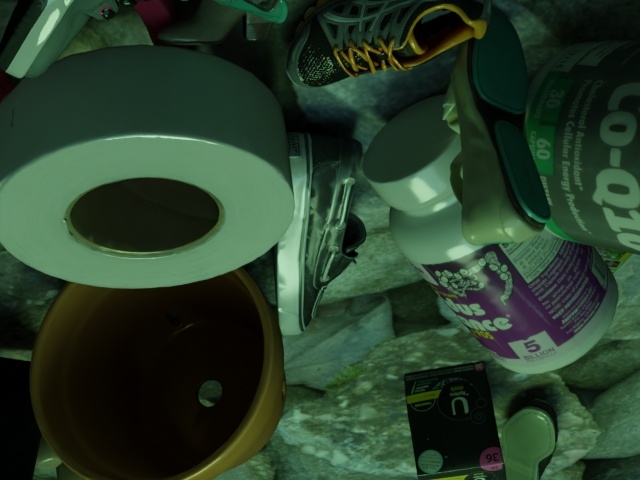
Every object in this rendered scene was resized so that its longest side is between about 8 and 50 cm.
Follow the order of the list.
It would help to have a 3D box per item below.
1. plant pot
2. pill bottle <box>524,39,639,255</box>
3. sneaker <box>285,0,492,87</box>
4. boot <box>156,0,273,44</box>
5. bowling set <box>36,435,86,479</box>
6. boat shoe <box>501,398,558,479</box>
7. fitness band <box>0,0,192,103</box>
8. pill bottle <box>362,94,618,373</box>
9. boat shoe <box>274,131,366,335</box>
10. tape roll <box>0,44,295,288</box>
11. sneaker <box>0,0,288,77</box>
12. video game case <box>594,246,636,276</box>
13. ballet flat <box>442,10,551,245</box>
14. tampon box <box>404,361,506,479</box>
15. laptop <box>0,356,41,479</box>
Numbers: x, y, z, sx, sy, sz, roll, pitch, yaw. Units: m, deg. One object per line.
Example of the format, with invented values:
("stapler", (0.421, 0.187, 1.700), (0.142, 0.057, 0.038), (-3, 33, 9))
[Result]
("plant pot", (-0.165, 0.162, 1.288), (0.290, 0.291, 0.203), (-14, 157, 11))
("pill bottle", (0.363, -0.073, 0.954), (0.204, 0.204, 0.361), (29, 171, -36))
("sneaker", (0.061, -0.191, 1.003), (0.214, 0.083, 0.084), (-24, 140, 24))
("boot", (-0.088, -0.219, 0.962), (0.118, 0.042, 0.087), (-9, 119, -24))
("bowling set", (-0.418, 0.244, 1.451), (0.287, 0.154, 0.200), (6, 135, -37))
("boat shoe", (0.325, 0.304, 1.676), (0.081, 0.069, 0.228), (25, 144, 19))
("fitness band", (-0.225, -0.164, 1.031), (0.208, 0.054, 0.291), (-11, 142, 3))
("pill bottle", (0.178, -0.006, 1.161), (0.169, 0.169, 0.301), (-27, 123, 25))
("boat shoe", (0.000, 0.000, 1.226), (0.102, 0.108, 0.301), (0, 134, -5))
("tape roll", (-0.169, -0.060, 1.040), (0.286, 0.100, 0.286), (-6, 152, -3))
("sneaker", (-0.116, -0.215, 0.879), (0.178, 0.124, 0.295), (33, 110, -27))
("video game case", (0.304, -0.025, 1.290), (0.212, 0.023, 0.193), (11, 139, -21))
("ballet flat", (0.148, -0.102, 0.997), (0.086, 0.249, 0.086), (-1, 147, -1))
("tampon box", (0.190, 0.274, 1.541), (0.120, 0.161, 0.101), (-11, 142, 5))
("laptop", (-0.443, 0.219, 1.288), (0.234, 0.137, 0.264), (10, -177, -9))
